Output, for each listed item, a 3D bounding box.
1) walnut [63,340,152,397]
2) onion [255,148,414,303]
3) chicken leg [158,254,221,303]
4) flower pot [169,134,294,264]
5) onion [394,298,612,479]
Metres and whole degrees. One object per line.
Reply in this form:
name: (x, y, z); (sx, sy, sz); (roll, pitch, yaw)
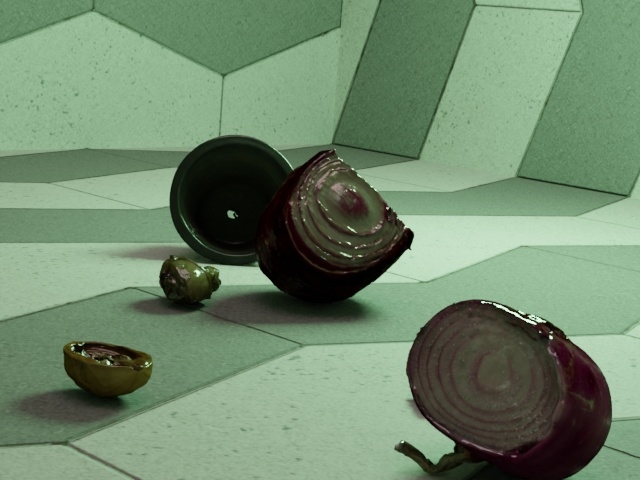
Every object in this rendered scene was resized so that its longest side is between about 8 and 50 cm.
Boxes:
walnut: (-0.244, 0.151, 1.536); (0.121, 0.052, 0.091); (16, 14, 42)
onion: (-0.004, 0.004, 2.110); (0.207, 0.216, 0.206); (-42, -2, -27)
chicken leg: (-0.195, 0.058, 2.072); (0.085, 0.069, 0.198); (8, 3, 11)
flower pot: (-0.156, -0.062, 2.442); (0.235, 0.235, 0.148); (4, -10, -5)
onion: (0.199, 0.156, 1.376); (0.207, 0.201, 0.200); (-4, 3, 35)
